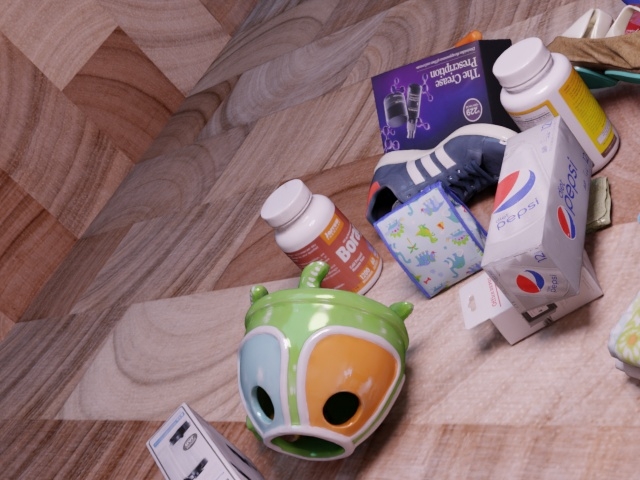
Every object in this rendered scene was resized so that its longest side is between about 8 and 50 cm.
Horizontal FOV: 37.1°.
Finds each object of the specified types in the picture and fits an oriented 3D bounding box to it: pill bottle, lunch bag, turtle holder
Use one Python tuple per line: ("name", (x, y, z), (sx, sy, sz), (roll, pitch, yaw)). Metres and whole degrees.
("pill bottle", (0.354, -0.201, 1.451), (0.117, 0.215, 0.117), (-33, 27, 20))
("lunch bag", (0.176, -0.008, 1.486), (0.128, 0.151, 0.096), (-33, 28, 21))
("pill bottle", (0.000, 0.000, 1.649), (0.121, 0.216, 0.121), (-33, 28, 20))
("turtle holder", (-0.027, 0.191, 1.378), (0.320, 0.243, 0.228), (-11, 57, 34))

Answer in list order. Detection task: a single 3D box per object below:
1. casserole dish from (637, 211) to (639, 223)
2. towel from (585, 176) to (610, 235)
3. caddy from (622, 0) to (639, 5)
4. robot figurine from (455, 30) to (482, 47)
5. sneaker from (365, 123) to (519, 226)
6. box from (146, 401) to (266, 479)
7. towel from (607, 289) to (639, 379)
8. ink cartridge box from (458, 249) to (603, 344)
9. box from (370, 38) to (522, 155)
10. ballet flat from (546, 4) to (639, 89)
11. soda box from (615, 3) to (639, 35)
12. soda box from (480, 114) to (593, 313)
("casserole dish", (0.492, -0.076, 1.245), (0.188, 0.037, 0.114), (-51, 10, -13))
("towel", (0.359, -0.035, 1.409), (0.148, 0.027, 0.110), (-27, 29, 31))
("caddy", (0.597, -0.519, 1.575), (0.341, 0.179, 0.241), (-54, 13, -22))
("robot figurine", (0.276, -0.302, 1.817), (0.219, 0.128, 0.158), (-2, 47, 54))
("sneaker", (0.208, -0.087, 1.610), (0.350, 0.131, 0.148), (-16, 43, 53))
("box", (-0.130, 0.358, 1.347), (0.087, 0.169, 0.290), (-47, 27, -8))
("towel", (0.517, 0.046, 0.998), (0.320, 0.090, 0.374), (-53, 27, -14))
("ink cartridge box", (0.285, 0.070, 1.315), (0.180, 0.060, 0.104), (-33, 26, 20))
("box", (0.227, -0.237, 1.711), (0.103, 0.184, 0.261), (-13, 1, -41))
("ballet flat", (0.443, -0.295, 1.457), (0.342, 0.116, 0.124), (20, 95, 66))
("soda box", (0.555, -0.301, 1.459), (0.083, 0.092, 0.263), (-47, 25, -5))
("soda box", (0.297, -0.042, 1.289), (0.091, 0.098, 0.286), (-24, 30, 35))
